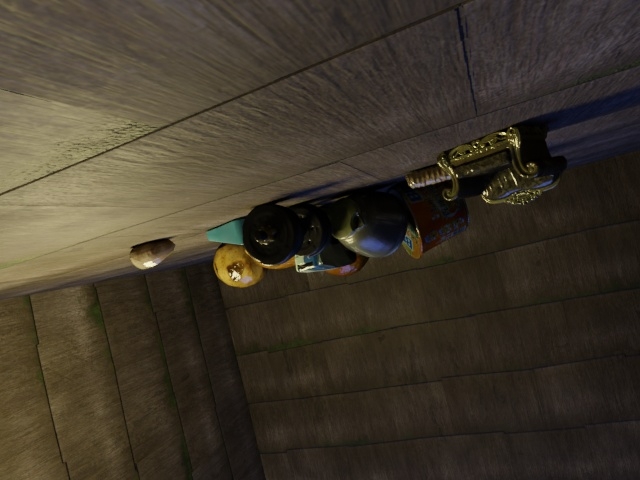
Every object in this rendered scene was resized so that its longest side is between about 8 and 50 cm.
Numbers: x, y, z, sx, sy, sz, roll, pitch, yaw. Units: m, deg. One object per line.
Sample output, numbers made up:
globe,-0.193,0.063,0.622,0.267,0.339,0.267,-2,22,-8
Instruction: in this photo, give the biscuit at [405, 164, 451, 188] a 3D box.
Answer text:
biscuit,0.368,-0.206,1.333,0.219,0.055,0.061,-14,-171,15

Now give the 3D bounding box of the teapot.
teapot,0.125,-0.090,1.568,0.239,0.321,0.239,9,121,-42

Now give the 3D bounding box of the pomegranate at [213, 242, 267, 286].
pomegranate,-0.396,0.109,2.214,0.281,0.281,0.281,-14,178,0

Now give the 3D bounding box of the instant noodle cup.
instant noodle cup,0.407,-0.101,1.672,0.214,0.296,0.296,-22,179,-6

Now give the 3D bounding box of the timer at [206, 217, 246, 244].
timer,-0.257,-0.029,1.593,0.232,0.091,0.250,-13,-178,-43

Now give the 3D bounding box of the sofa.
sofa,0.455,-0.168,1.117,0.200,0.181,0.258,-11,177,-43

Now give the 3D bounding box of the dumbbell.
dumbbell,-0.096,-0.025,1.387,0.185,0.185,0.388,-15,177,23

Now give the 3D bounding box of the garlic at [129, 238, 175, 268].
garlic,-0.604,0.052,1.541,0.196,0.086,0.101,-18,-171,33

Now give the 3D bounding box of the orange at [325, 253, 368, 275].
orange,0.122,0.017,2.374,0.322,0.322,0.357,-15,-155,40

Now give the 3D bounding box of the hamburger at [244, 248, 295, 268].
hamburger,-0.187,0.027,1.914,0.319,0.158,0.318,-6,159,-2

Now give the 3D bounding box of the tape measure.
tape measure,0.000,0.002,1.769,0.138,0.262,0.259,-24,166,32
